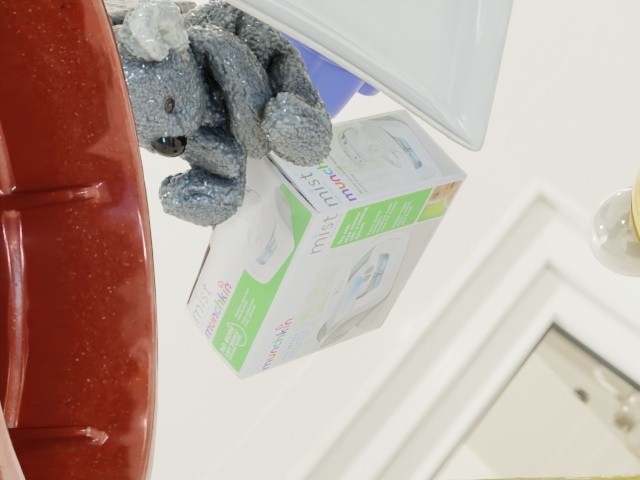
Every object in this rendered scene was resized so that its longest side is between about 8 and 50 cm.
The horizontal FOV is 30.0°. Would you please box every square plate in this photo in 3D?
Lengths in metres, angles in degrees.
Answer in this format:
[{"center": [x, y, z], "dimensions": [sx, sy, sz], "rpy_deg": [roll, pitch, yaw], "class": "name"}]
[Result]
[{"center": [0.047, -0.298, 1.078], "dimensions": [0.049, 0.344, 0.347], "rpy_deg": [-12, 58, 51], "class": "square plate"}]

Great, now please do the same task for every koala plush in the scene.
[{"center": [-0.140, -0.139, 1.092], "dimensions": [0.196, 0.203, 0.221], "rpy_deg": [-31, -22, 34], "class": "koala plush"}]

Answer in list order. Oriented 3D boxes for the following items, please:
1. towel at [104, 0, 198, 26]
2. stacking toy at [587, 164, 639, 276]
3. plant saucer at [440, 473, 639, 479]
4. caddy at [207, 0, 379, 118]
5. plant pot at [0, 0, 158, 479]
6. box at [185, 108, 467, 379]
[{"center": [-0.409, -0.365, 1.888], "dimensions": [0.312, 0.324, 0.056], "rpy_deg": [-28, -52, -55], "class": "towel"}, {"center": [0.468, -0.052, 1.354], "dimensions": [0.350, 0.350, 0.480], "rpy_deg": [-46, 13, -28], "class": "stacking toy"}, {"center": [0.259, 0.352, 1.152], "dimensions": [0.081, 0.332, 0.333], "rpy_deg": [-88, -8, -45], "class": "plant saucer"}, {"center": [-0.008, -0.348, 1.783], "dimensions": [0.241, 0.341, 0.179], "rpy_deg": [-35, -16, -42], "class": "caddy"}, {"center": [-0.223, 0.011, 0.477], "dimensions": [0.272, 0.265, 0.272], "rpy_deg": [-6, -90, -86], "class": "plant pot"}, {"center": [0.000, 0.000, 1.343], "dimensions": [0.231, 0.127, 0.262], "rpy_deg": [-16, -36, -42], "class": "box"}]
